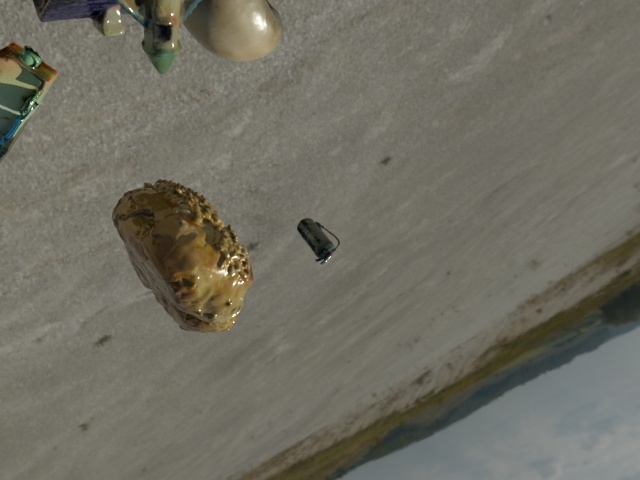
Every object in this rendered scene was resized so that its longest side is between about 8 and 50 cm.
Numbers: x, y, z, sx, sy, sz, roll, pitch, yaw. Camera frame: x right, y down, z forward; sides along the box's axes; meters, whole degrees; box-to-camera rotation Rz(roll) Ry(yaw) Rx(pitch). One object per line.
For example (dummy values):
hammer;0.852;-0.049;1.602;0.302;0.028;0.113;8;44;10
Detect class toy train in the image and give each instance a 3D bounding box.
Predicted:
toy train;-0.428;-0.180;0.724;0.072;0.099;0.188;35;105;-23

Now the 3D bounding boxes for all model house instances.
model house;-0.359;-0.456;0.907;0.245;0.312;0.280;-28;153;-37

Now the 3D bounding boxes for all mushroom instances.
mushroom;-0.178;-0.571;1.132;0.294;0.362;0.362;-19;161;9

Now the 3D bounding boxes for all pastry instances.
pastry;-0.221;0.026;0.908;0.162;0.255;0.311;-39;168;-25

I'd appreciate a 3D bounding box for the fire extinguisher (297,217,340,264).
fire extinguisher;0.000;0.000;0.640;0.038;0.083;0.025;-28;125;-6
